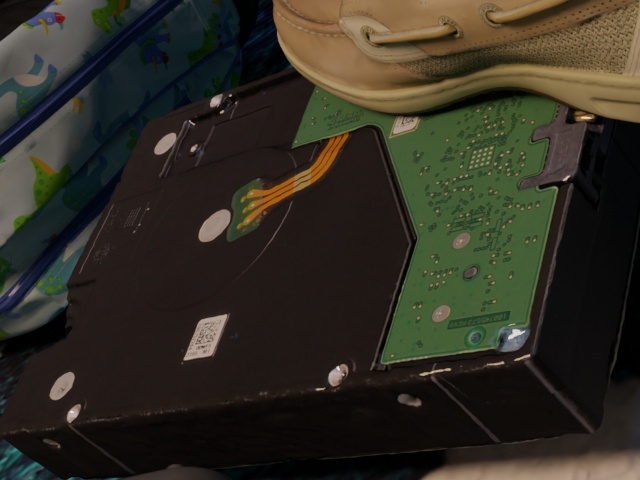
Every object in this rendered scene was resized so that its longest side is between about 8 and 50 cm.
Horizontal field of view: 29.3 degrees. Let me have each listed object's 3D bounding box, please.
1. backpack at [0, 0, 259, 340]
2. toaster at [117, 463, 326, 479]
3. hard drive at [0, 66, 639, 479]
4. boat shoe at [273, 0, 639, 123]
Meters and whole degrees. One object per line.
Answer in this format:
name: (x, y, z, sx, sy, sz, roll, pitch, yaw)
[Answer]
backpack: (-0.227, -0.090, 0.933, 0.290, 0.273, 0.355, -14, 15, 34)
toaster: (-0.086, 0.187, 0.456, 0.227, 0.129, 0.146, -19, 35, 8)
hard drive: (0.000, 0.000, 0.624, 0.339, 0.064, 0.236, -15, 43, 39)
boat shoe: (0.064, -0.120, 0.537, 0.109, 0.098, 0.302, -53, 34, -13)
